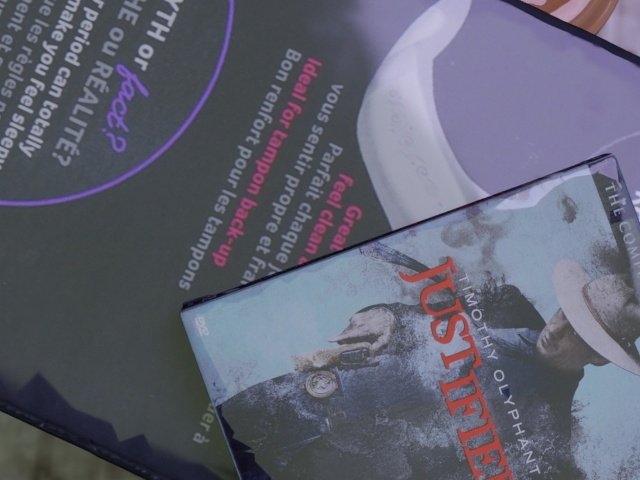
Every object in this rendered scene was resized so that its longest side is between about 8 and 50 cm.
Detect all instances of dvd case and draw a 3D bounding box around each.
[{"bbox_3d":[0.034,0.038,0.352,0.119,0.013,0.087,-19,89,-2],"label":"dvd case"}]

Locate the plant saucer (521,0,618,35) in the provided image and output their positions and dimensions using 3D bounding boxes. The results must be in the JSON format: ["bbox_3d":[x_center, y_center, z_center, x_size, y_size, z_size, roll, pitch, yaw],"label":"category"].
[{"bbox_3d":[0.072,-0.105,0.505,0.083,0.013,0.083,0,85,-1],"label":"plant saucer"}]

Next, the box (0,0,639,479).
[{"bbox_3d":[0.000,0.000,0.431,0.270,0.143,0.165,26,88,0],"label":"box"}]
